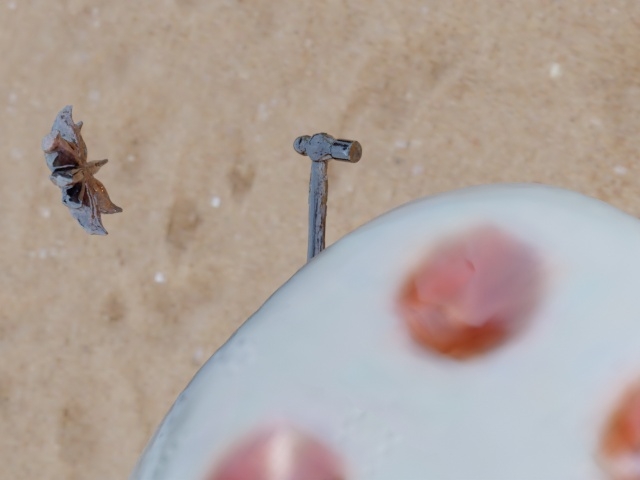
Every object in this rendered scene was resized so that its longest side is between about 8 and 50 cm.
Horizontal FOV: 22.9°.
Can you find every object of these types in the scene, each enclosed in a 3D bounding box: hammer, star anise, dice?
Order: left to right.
[{"bbox_3d":[-0.250,-0.071,1.615,0.042,0.141,0.141,-17,64,11],"label":"star anise"},{"bbox_3d":[0.000,0.000,1.304,0.065,0.021,0.178,4,92,38],"label":"hammer"},{"bbox_3d":[0.085,0.180,0.771,0.277,0.304,0.304,37,68,26],"label":"dice"}]
